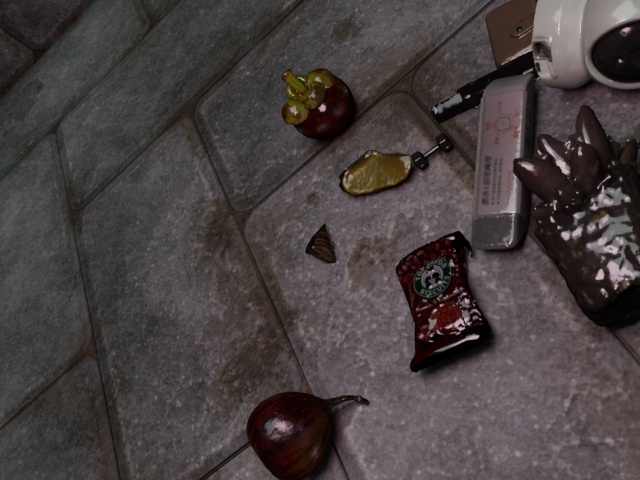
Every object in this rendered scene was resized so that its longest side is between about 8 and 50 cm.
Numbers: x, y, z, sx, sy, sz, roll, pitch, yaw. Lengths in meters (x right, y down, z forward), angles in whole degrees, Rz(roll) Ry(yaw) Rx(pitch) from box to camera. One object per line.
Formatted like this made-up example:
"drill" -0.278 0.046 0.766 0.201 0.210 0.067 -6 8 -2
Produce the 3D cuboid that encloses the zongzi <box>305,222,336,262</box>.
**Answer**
"zongzi" 0.000 0.000 1.377 0.083 0.067 0.074 24 88 60

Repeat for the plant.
"plant" 0.418 -0.045 1.001 0.194 0.181 0.321 -29 56 21

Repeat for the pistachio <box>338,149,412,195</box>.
"pistachio" 0.116 -0.143 1.369 0.172 0.049 0.090 -13 80 30

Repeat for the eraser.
"eraser" 0.326 -0.146 1.186 0.089 0.061 0.352 -3 71 35

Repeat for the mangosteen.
"mangosteen" -0.004 -0.306 1.465 0.145 0.181 0.156 10 69 20

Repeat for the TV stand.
"TV stand" 0.333 -0.298 1.300 0.249 0.036 0.042 -23 55 26

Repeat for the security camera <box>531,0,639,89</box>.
"security camera" 0.493 -0.348 1.106 0.236 0.194 0.195 8 71 36

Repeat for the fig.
"fig" -0.045 0.325 1.158 0.148 0.149 0.202 40 110 6

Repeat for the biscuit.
"biscuit" 0.207 0.102 1.153 0.151 0.063 0.235 -25 50 23

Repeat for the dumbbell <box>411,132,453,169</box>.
"dumbbell" 0.219 -0.175 1.317 0.083 0.036 0.040 -36 49 16

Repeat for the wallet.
"wallet" 0.389 -0.416 1.323 0.118 0.038 0.153 -23 53 28
